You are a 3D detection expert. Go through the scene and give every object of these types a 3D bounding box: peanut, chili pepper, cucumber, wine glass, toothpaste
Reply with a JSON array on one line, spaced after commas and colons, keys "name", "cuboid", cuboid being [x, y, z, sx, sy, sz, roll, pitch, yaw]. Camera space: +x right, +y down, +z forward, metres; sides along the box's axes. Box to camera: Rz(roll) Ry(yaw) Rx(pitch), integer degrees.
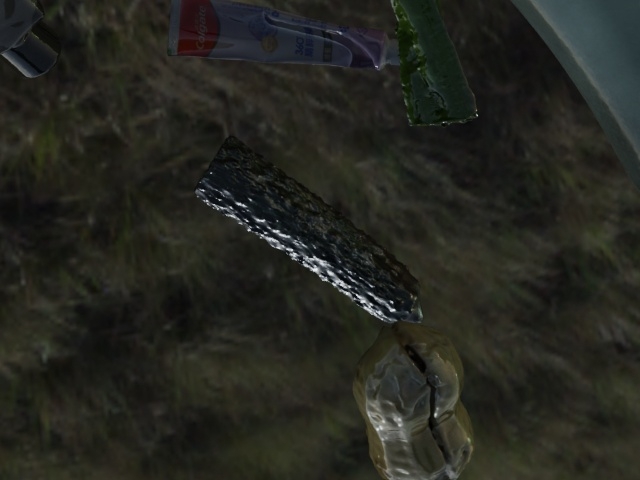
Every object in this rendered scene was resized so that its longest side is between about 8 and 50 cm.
[{"name": "peanut", "cuboid": [0.107, 0.194, 1.496, 0.130, 0.130, 0.290, -14, 138, 1]}, {"name": "chili pepper", "cuboid": [0.076, -0.282, 1.321, 0.085, 0.359, 0.076, -4, -159, 42]}, {"name": "cucumber", "cuboid": [0.000, 0.000, 1.755, 0.359, 0.096, 0.096, 35, 131, -8]}, {"name": "wine glass", "cuboid": [0.187, -0.062, 0.638, 0.103, 0.103, 0.231, -35, 103, 29]}, {"name": "toothpaste", "cuboid": [-0.036, -0.243, 1.598, 0.301, 0.048, 0.075, 8, 121, 6]}]

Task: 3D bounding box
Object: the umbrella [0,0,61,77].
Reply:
[{"name": "umbrella", "cuboid": [-0.266, -0.192, 0.825, 0.073, 0.067, 0.337, -34, 150, 9]}]
